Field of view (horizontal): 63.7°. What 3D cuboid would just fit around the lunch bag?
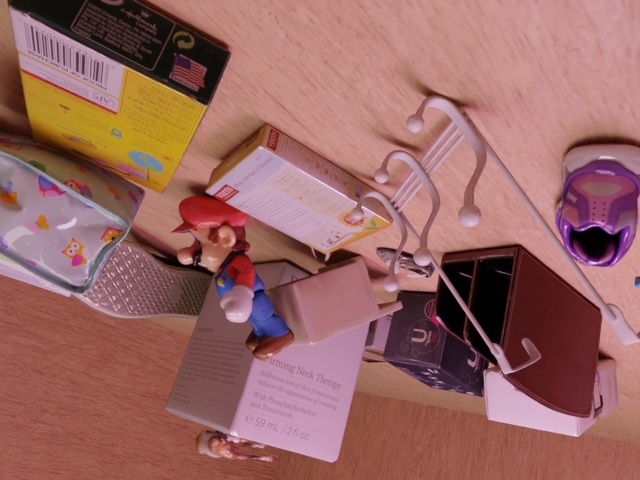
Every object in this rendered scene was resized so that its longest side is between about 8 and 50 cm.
[{"bbox_3d":[-0.419,-0.064,0.767,0.262,0.160,0.223,32,-172,-21],"label":"lunch bag"}]

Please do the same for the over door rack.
[{"bbox_3d":[0.177,0.025,0.600,0.324,0.108,0.239,47,156,7],"label":"over door rack"}]

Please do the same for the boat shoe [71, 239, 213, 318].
[{"bbox_3d":[-0.477,0.108,1.352,0.155,0.187,0.500,9,171,32],"label":"boat shoe"}]

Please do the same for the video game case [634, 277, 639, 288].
[{"bbox_3d":[0.563,0.061,0.734,0.119,0.015,0.166,19,160,-9],"label":"video game case"}]

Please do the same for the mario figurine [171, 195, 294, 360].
[{"bbox_3d":[-0.184,0.072,0.948,0.198,0.170,0.321,-23,95,39],"label":"mario figurine"}]

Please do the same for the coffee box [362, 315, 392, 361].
[{"bbox_3d":[0.157,0.288,1.495,0.141,0.098,0.246,23,158,-18],"label":"coffee box"}]

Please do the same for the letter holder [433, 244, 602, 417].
[{"bbox_3d":[0.344,0.173,0.900,0.301,0.215,0.152,30,155,-33],"label":"letter holder"}]

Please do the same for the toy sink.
[{"bbox_3d":[0.025,0.116,1.061,0.234,0.131,0.152,-16,177,-30],"label":"toy sink"}]

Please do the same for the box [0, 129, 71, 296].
[{"bbox_3d":[-0.549,-0.051,0.960,0.261,0.127,0.231,23,118,-17],"label":"box"}]

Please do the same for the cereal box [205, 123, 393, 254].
[{"bbox_3d":[-0.031,-0.066,0.782,0.240,0.048,0.173,29,148,-28],"label":"cereal box"}]

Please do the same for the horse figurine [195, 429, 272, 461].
[{"bbox_3d":[-0.241,0.510,1.293,0.174,0.066,0.263,23,158,-32],"label":"horse figurine"}]

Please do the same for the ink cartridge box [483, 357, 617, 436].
[{"bbox_3d":[0.533,0.341,1.187,0.201,0.117,0.278,-5,176,44],"label":"ink cartridge box"}]

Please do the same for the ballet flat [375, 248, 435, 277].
[{"bbox_3d":[0.157,0.046,0.963,0.114,0.041,0.041,15,159,5],"label":"ballet flat"}]

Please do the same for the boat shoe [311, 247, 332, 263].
[{"bbox_3d":[0.000,0.000,0.956,0.049,0.043,0.137,14,158,11],"label":"boat shoe"}]

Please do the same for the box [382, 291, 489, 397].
[{"bbox_3d":[0.282,0.244,1.197,0.143,0.165,0.270,0,154,38],"label":"box"}]

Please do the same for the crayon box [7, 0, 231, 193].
[{"bbox_3d":[-0.256,-0.174,0.646,0.202,0.081,0.318,24,158,-20],"label":"crayon box"}]

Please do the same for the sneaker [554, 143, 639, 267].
[{"bbox_3d":[0.322,-0.010,0.606,0.095,0.105,0.236,3,157,28],"label":"sneaker"}]

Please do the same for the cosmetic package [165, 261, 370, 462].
[{"bbox_3d":[-0.125,0.301,1.318,0.329,0.394,0.327,31,156,-35],"label":"cosmetic package"}]
